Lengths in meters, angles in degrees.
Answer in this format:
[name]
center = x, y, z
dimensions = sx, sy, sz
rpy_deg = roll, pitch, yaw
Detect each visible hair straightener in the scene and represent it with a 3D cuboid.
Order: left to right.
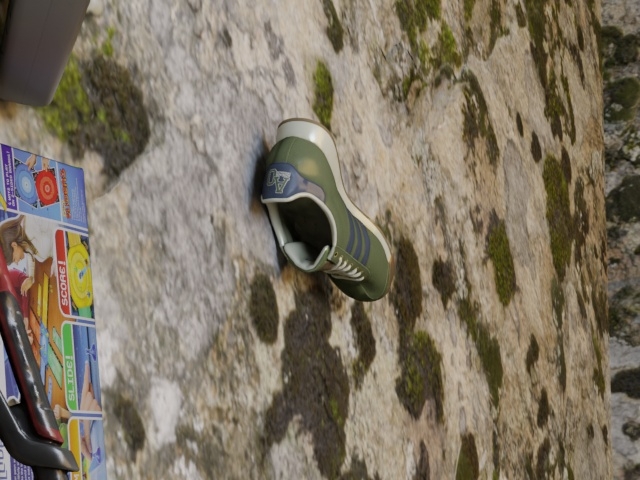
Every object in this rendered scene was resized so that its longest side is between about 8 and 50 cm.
[hair straightener]
center = -0.182, 0.052, 0.800
dimensions = 0.047, 0.089, 0.230
rpy_deg = 165, -93, -75

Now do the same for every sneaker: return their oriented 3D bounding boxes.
[sneaker]
center = 0.000, 0.000, 1.331
dimensions = 0.192, 0.064, 0.086
rpy_deg = 64, 34, -39

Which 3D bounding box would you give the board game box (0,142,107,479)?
[board game box]
center = -0.165, 0.051, 0.889
dimensions = 0.136, 0.035, 0.201
rpy_deg = 20, 63, -68

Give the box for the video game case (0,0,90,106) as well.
[video game case]
center = -0.111, -0.239, 0.816
dimensions = 0.329, 0.036, 0.299
rpy_deg = 154, -55, -76
